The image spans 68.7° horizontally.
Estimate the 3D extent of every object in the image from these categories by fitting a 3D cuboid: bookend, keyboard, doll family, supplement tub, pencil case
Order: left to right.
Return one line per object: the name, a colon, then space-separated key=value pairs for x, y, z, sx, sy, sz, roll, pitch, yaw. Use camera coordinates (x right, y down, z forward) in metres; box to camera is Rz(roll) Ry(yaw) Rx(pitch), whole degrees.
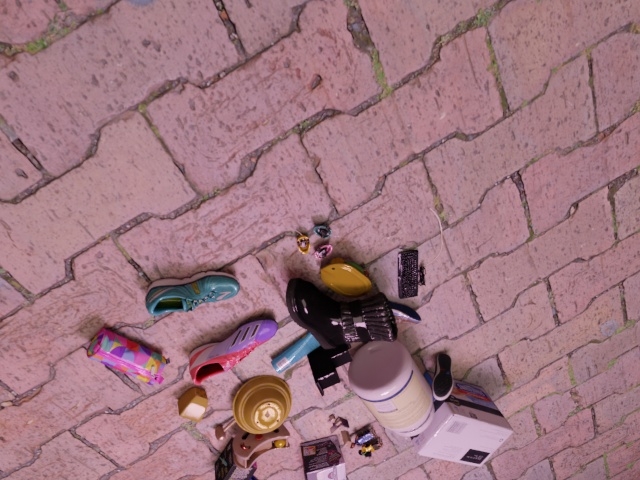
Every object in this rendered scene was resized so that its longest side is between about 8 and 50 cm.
pencil case: x=-0.584 y=0.358 z=1.431 sx=0.236 sy=0.104 sz=0.104 roll=36 pitch=105 yaw=-29
bookend: x=0.046 y=0.425 z=1.609 sx=0.157 sy=0.156 sz=0.072 roll=-24 pitch=123 yaw=-1
doll family: x=0.188 y=0.846 z=1.950 sx=0.111 sy=0.076 sz=0.193 roll=-26 pitch=118 yaw=6
supplement tub: x=0.263 y=0.534 z=1.686 sx=0.235 sy=0.235 sz=0.325 roll=-30 pitch=123 yaw=4
keyboard: x=0.311 y=0.119 z=1.573 sx=0.100 sy=0.038 sz=0.192 roll=-13 pitch=123 yaw=-8

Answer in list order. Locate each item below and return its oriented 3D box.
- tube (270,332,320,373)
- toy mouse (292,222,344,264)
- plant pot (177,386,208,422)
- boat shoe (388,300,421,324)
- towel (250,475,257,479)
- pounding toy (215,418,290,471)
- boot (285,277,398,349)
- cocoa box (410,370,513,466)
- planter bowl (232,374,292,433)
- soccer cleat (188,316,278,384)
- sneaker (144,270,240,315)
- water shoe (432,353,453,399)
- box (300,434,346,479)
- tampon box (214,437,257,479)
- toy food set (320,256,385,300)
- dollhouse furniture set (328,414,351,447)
tube: x=-0.074 y=0.379 z=1.616 sx=0.207 sy=0.052 sz=0.080 roll=-35 pitch=127 yaw=1
toy mouse: x=0.000 y=0.000 z=1.420 sx=0.143 sy=0.031 sz=0.161 roll=-18 pitch=123 yaw=-4
plant pot: x=-0.429 y=0.554 z=1.602 sx=0.081 sy=0.081 sz=0.083 roll=32 pitch=97 yaw=-28
boat shoe: x=0.264 y=0.258 z=1.631 sx=0.183 sy=0.066 sz=0.066 roll=22 pitch=117 yaw=-15
towel: x=-0.366 y=1.105 z=1.943 sx=0.308 sy=0.076 sz=0.228 roll=-30 pitch=122 yaw=3
pounding toy: x=-0.244 y=0.717 z=1.702 sx=0.269 sy=0.154 sz=0.155 roll=-4 pitch=121 yaw=-13
boot: x=0.074 y=0.213 z=1.458 sx=0.260 sy=0.131 sz=0.348 roll=-14 pitch=137 yaw=26
cocoa box: x=0.530 y=0.712 z=1.867 sx=0.346 sy=0.228 sz=0.232 roll=22 pitch=111 yaw=-26
planter bowl: x=-0.191 y=0.591 z=1.635 sx=0.217 sy=0.090 sz=0.218 roll=-2 pitch=97 yaw=-19
soccer cleat: x=-0.274 y=0.355 z=1.502 sx=0.318 sy=0.116 sz=0.109 roll=-26 pitch=123 yaw=1
sneaker: x=-0.370 y=0.167 z=1.370 sx=0.275 sy=0.110 sz=0.107 roll=-10 pitch=122 yaw=-10
water shoe: x=0.461 y=0.525 z=1.762 sx=0.072 sy=0.203 sz=0.080 roll=11 pitch=131 yaw=15
box: x=0.017 y=0.948 z=1.917 sx=0.163 sy=0.142 sz=0.248 roll=-10 pitch=122 yaw=-9
tampon box: x=-0.323 y=0.859 z=1.783 sx=0.101 sy=0.120 sz=0.161 roll=22 pitch=112 yaw=-25
toy food set: x=0.097 y=0.117 z=1.502 sx=0.128 sy=0.071 sz=0.217 roll=-31 pitch=124 yaw=34
dollhouse furniture set: x=0.063 y=0.766 z=1.841 sx=0.091 sy=0.114 sz=0.081 roll=31 pitch=112 yaw=-31
